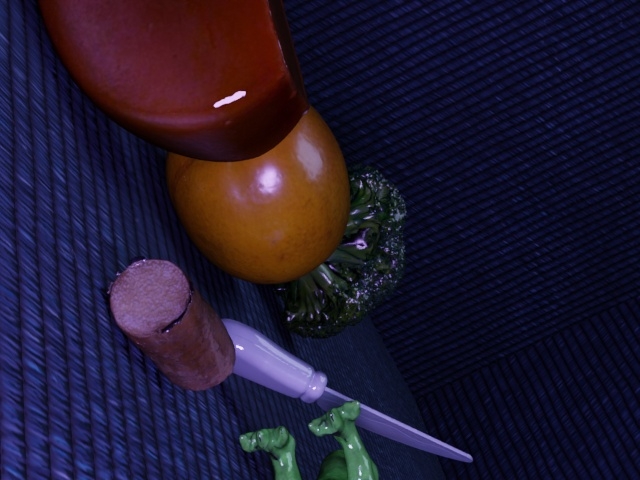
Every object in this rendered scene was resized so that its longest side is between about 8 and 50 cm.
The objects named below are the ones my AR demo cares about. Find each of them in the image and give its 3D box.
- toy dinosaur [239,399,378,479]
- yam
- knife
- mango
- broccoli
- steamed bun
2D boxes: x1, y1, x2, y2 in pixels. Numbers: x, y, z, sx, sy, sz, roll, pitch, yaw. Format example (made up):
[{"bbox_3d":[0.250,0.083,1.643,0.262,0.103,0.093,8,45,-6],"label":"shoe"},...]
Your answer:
[{"bbox_3d":[0.060,0.363,1.446,0.500,0.144,0.374,43,26,-65],"label":"toy dinosaur"},{"bbox_3d":[-0.131,0.077,1.214,0.127,0.084,0.084,65,2,-54],"label":"yam"},{"bbox_3d":[0.018,0.180,1.514,0.331,0.044,0.080,29,-28,-13],"label":"knife"},{"bbox_3d":[-0.078,-0.062,1.754,0.263,0.221,0.378,61,-7,15],"label":"mango"},{"bbox_3d":[0.000,0.000,2.131,0.297,0.297,0.297,20,40,-52],"label":"broccoli"},{"bbox_3d":[-0.175,-0.267,1.493,0.235,0.248,0.379,40,33,-79],"label":"steamed bun"}]
